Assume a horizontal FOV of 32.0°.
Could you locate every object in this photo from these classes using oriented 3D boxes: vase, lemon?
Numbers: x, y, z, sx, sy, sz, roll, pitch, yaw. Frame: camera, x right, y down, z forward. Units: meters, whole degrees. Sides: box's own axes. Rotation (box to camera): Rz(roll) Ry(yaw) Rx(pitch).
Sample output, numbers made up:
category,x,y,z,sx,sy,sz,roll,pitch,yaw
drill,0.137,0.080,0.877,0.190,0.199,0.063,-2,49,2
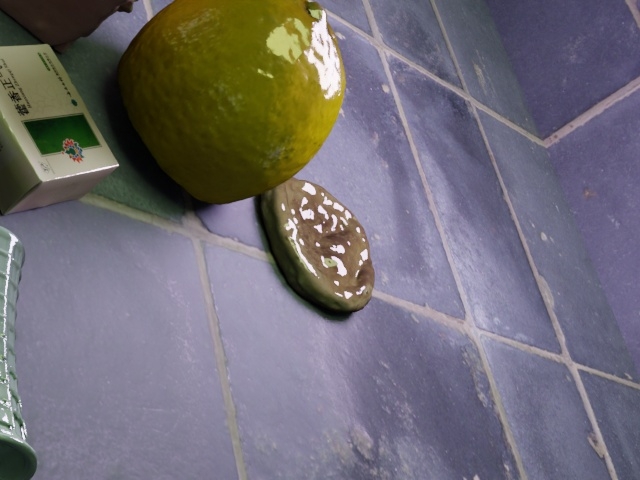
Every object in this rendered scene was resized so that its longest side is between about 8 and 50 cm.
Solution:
category,x,y,z,sx,sy,sz,roll,pitch,yaw
vase,-0.386,0.123,1.246,0.143,0.143,0.299,29,37,-39
lemon,-0.120,-0.256,1.795,0.364,0.364,0.364,36,35,-31

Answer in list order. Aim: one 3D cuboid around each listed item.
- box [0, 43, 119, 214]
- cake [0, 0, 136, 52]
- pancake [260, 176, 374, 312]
category,x,y,z,sx,sy,sz,roll,pitch,yaw
box,-0.405,-0.156,1.533,0.212,0.095,0.168,59,32,6
cake,-0.381,-0.507,1.713,0.293,0.314,0.307,35,44,-27
pancake,0.000,0.000,2.012,0.294,0.049,0.294,35,35,-30
